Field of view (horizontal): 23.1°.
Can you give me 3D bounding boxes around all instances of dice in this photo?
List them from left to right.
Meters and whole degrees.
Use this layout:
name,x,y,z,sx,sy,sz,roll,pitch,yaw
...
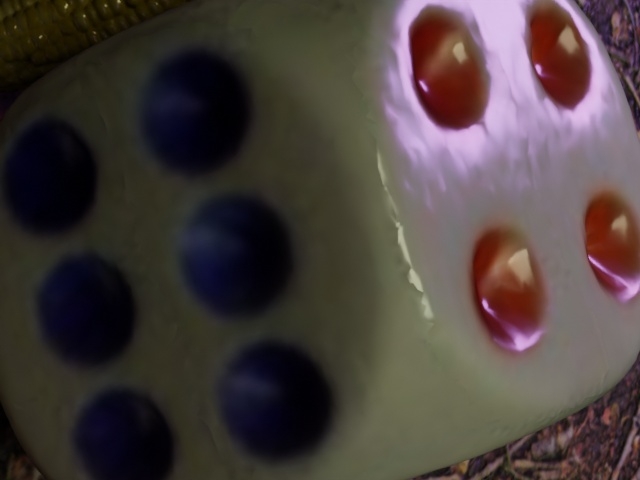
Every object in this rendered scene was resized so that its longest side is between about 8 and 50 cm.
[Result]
name,x,y,z,sx,sy,sz,roll,pitch,yaw
dice,0.000,0.000,0.919,0.304,0.304,0.277,-13,88,-54

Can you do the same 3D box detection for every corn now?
name,x,y,z,sx,sy,sz,roll,pitch,yaw
corn,-0.091,-0.154,0.899,0.086,0.288,0.086,-19,90,-78
